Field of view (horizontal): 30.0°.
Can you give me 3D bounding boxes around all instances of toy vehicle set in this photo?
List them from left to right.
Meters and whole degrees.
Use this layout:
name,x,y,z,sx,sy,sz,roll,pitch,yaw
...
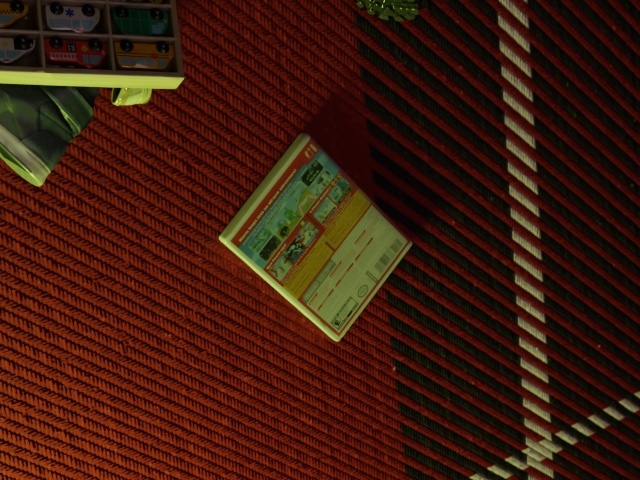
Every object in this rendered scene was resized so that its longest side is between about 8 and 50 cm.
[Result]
name,x,y,z,sx,sy,sz,roll,pitch,yaw
toy vehicle set,-0.305,-0.271,1.457,0.266,0.035,0.166,-2,74,-26

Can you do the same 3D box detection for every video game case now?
name,x,y,z,sx,sy,sz,roll,pitch,yaw
video game case,0.000,0.000,1.826,0.204,0.025,0.285,-52,126,-8

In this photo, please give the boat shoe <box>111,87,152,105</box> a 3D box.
name,x,y,z,sx,sy,sz,roll,pitch,yaw
boat shoe,-0.250,-0.252,1.560,0.048,0.056,0.153,-12,119,-35

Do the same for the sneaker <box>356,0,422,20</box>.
name,x,y,z,sx,sy,sz,roll,pitch,yaw
sneaker,0.037,-0.465,1.655,0.343,0.134,0.146,43,60,-34

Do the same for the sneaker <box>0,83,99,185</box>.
name,x,y,z,sx,sy,sz,roll,pitch,yaw
sneaker,-0.379,-0.201,1.472,0.163,0.086,0.226,-52,122,-14
